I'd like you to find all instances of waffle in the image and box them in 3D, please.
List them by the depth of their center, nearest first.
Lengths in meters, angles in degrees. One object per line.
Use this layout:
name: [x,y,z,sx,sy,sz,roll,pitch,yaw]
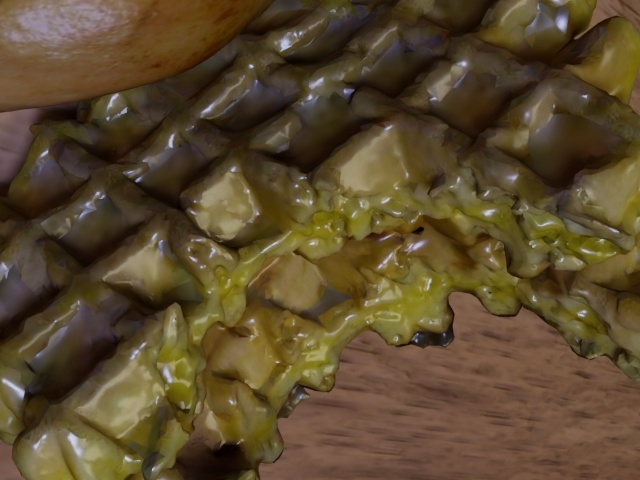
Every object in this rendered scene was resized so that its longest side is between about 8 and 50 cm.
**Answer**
waffle: [0.000,0.000,0.641,0.324,0.261,0.151,-25,137,-1]

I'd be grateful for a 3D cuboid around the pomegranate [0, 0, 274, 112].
pomegranate: [-0.117,-0.159,0.448,0.270,0.229,0.252,-24,129,-34]
